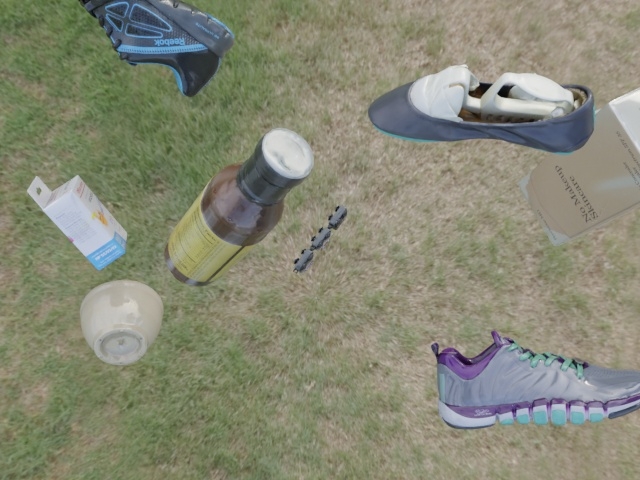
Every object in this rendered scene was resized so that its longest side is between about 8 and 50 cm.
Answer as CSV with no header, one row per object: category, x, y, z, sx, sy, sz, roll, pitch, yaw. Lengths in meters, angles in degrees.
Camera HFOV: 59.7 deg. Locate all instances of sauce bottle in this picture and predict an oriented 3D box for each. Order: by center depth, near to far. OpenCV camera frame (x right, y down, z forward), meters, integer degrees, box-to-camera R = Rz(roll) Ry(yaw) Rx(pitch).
sauce bottle,-0.120,-0.037,0.780,0.111,0.344,0.111,15,60,-28

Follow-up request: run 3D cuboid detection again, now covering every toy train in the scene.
toy train,0.000,0.000,1.051,0.027,0.036,0.158,34,78,18

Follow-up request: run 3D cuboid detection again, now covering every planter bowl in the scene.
planter bowl,-0.392,0.174,1.101,0.162,0.109,0.162,-9,127,-12

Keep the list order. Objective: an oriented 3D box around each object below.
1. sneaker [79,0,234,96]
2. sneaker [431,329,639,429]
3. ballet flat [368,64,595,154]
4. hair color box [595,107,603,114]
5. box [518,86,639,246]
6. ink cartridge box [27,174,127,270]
sneaker,-0.309,-0.355,0.872,0.341,0.125,0.139,27,104,-23
sneaker,0.235,0.143,0.605,0.224,0.083,0.098,-10,90,12
ballet flat,0.145,-0.125,0.503,0.203,0.074,0.074,9,84,9
hair color box,0.598,-0.241,1.259,0.043,0.072,0.141,53,51,-12
box,0.455,-0.108,0.884,0.121,0.311,0.148,-24,77,-9
ink cartridge box,-0.430,-0.047,1.000,0.061,0.104,0.181,-34,118,-2
